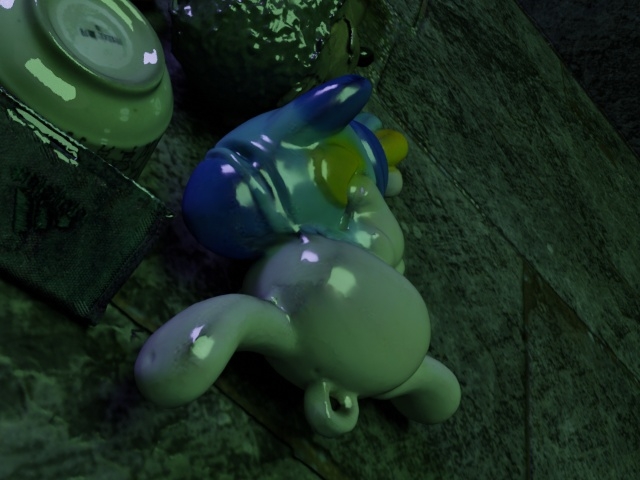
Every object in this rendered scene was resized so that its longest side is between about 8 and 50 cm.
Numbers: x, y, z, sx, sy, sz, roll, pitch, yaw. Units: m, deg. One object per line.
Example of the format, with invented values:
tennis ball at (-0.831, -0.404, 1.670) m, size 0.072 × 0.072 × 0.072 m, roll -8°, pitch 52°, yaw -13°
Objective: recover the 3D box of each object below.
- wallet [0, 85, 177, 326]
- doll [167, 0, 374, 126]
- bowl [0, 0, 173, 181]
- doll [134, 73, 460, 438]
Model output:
wallet at (-0.200, -0.024, 0.492) m, size 0.166 × 0.111 × 0.030 m, roll 38°, pitch -2°, yaw -24°
doll at (-0.039, -0.276, 0.790) m, size 0.247 × 0.247 × 0.349 m, roll 41°, pitch 47°, yaw -22°
bowl at (-0.205, -0.139, 0.563) m, size 0.211 × 0.112 × 0.211 m, roll 32°, pitch 42°, yaw -34°
doll at (-0.008, 0.002, 0.656) m, size 0.376 × 0.187 × 0.365 m, roll 44°, pitch 38°, yaw -60°
